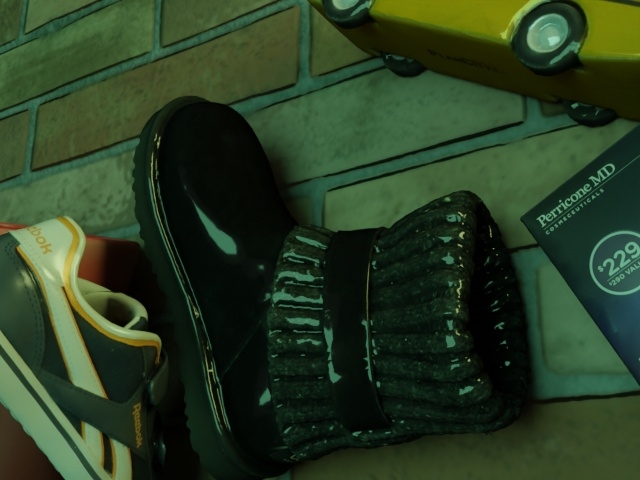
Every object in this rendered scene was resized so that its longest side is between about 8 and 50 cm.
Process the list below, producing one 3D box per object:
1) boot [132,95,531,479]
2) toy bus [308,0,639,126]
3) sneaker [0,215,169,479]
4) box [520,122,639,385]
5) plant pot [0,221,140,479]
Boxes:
[{"bbox_3d":[0.003,0.001,0.683,0.260,0.131,0.348,-27,71,34],"label":"boot"},{"bbox_3d":[0.148,-0.178,0.658,0.332,0.108,0.130,24,89,39],"label":"toy bus"},{"bbox_3d":[-0.173,0.126,0.706,0.127,0.321,0.126,-37,38,-22],"label":"sneaker"},{"bbox_3d":[0.281,-0.016,0.515,0.261,0.103,0.184,-41,53,18],"label":"box"},{"bbox_3d":[-0.319,0.102,0.816,0.275,0.275,0.243,8,90,37],"label":"plant pot"}]
